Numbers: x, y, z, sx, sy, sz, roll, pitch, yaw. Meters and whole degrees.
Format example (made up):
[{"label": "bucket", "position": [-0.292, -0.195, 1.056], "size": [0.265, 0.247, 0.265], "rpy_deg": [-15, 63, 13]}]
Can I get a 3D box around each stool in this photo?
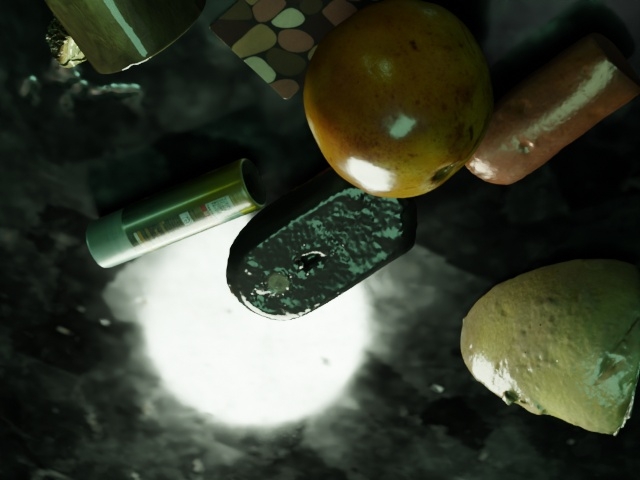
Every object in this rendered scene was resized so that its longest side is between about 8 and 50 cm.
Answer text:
[{"label": "stool", "position": [-0.287, -0.367, 1.571], "size": [0.179, 0.179, 0.264], "rpy_deg": [-21, 123, 22]}]

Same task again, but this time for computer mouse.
[{"label": "computer mouse", "position": [0.000, -0.003, 1.859], "size": [0.323, 0.116, 0.183], "rpy_deg": [-32, 118, 20]}]

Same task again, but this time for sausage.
[{"label": "sausage", "position": [0.306, -0.173, 1.695], "size": [0.259, 0.113, 0.113], "rpy_deg": [-37, 115, 28]}]

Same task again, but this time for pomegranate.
[{"label": "pomegranate", "position": [0.102, -0.191, 1.625], "size": [0.264, 0.264, 0.264], "rpy_deg": [3, 128, 4]}]

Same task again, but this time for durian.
[{"label": "durian", "position": [-0.346, -0.293, 1.734], "size": [0.066, 0.052, 0.130], "rpy_deg": [2, 145, -46]}]

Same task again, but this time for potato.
[{"label": "potato", "position": [0.348, 0.148, 1.880], "size": [0.264, 0.211, 0.189], "rpy_deg": [7, 130, 7]}]

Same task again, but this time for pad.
[{"label": "pad", "position": [-0.020, -0.308, 1.695], "size": [0.235, 0.003, 0.158], "rpy_deg": [-35, 116, 28]}]

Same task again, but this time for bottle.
[{"label": "bottle", "position": [-0.223, -0.039, 1.878], "size": [0.286, 0.082, 0.082], "rpy_deg": [-21, 122, 21]}]
